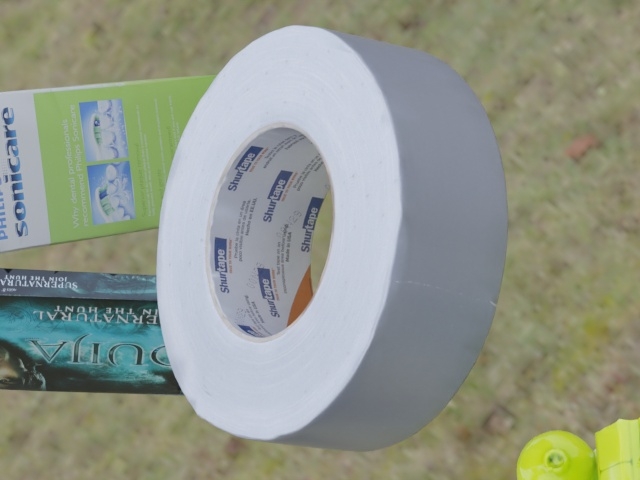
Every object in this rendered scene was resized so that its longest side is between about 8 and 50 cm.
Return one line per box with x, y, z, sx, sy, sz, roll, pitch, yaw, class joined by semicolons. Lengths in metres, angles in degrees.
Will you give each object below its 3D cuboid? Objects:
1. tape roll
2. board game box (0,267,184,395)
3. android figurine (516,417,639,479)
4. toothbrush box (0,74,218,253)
0.000;0.000;1.023;0.219;0.072;0.219;-17;69;52;tape roll
-0.150;0.069;1.405;0.126;0.186;0.026;102;168;-52;board game box
0.224;0.122;0.982;0.248;0.273;0.056;-5;69;9;android figurine
-0.225;-0.057;1.522;0.206;0.283;0.122;-3;96;41;toothbrush box
